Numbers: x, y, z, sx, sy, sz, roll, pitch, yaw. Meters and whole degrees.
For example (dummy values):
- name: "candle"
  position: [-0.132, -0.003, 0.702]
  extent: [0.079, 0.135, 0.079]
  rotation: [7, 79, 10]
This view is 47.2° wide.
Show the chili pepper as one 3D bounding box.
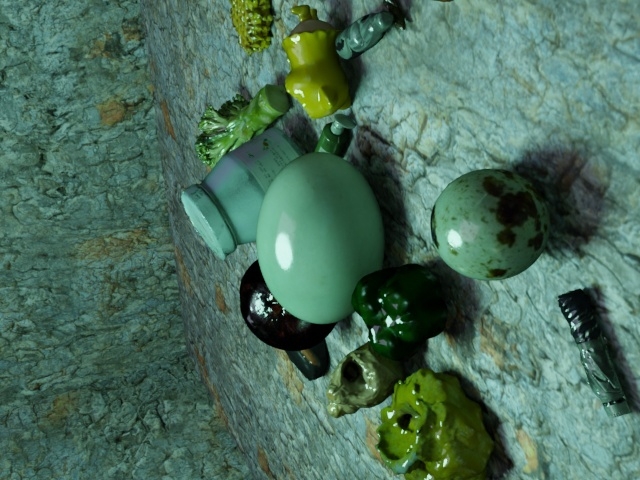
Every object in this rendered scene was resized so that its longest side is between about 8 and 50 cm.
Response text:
- name: "chili pepper"
  position: [0.163, 0.125, 1.430]
  extent: [0.165, 0.261, 0.174]
  rotation: [-39, 80, 22]

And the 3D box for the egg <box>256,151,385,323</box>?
- name: "egg"
  position: [0.000, 0.000, 1.568]
  extent: [0.276, 0.276, 0.389]
  rotation: [40, 139, 55]

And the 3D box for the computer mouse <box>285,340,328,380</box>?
- name: "computer mouse"
  position: [-0.073, 0.254, 2.121]
  extent: [0.183, 0.116, 0.323]
  rotation: [159, 95, -73]

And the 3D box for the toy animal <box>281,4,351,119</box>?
- name: "toy animal"
  position: [-0.006, -0.373, 1.528]
  extent: [0.156, 0.156, 0.230]
  rotation: [-8, 98, 68]

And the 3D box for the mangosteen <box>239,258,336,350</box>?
- name: "mangosteen"
  position: [-0.071, 0.143, 1.892]
  extent: [0.287, 0.287, 0.233]
  rotation: [46, 135, 49]

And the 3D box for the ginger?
- name: "ginger"
  position: [0.087, 0.319, 1.640]
  extent: [0.221, 0.275, 0.130]
  rotation: [-41, 76, 20]

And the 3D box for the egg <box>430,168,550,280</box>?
- name: "egg"
  position: [0.249, -0.023, 1.114]
  extent: [0.231, 0.169, 0.169]
  rotation: [169, 86, -80]

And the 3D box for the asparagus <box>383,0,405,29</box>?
- name: "asparagus"
  position: [0.109, -0.479, 1.334]
  extent: [0.034, 0.027, 0.236]
  rotation: [118, 134, -74]

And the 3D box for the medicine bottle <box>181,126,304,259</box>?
- name: "medicine bottle"
  position: [-0.175, -0.107, 1.824]
  extent: [0.245, 0.290, 0.245]
  rotation: [48, 162, 22]

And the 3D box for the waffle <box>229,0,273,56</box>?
- name: "waffle"
  position: [-0.182, -0.586, 1.906]
  extent: [0.197, 0.070, 0.193]
  rotation: [158, 97, -70]

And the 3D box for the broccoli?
- name: "broccoli"
  position: [-0.195, -0.293, 1.992]
  extent: [0.361, 0.221, 0.252]
  rotation: [5, 73, 66]

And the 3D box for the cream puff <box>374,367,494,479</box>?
- name: "cream puff"
  position: [0.207, 0.393, 1.456]
  extent: [0.282, 0.185, 0.282]
  rotation: [50, 150, 44]

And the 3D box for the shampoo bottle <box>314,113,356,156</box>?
- name: "shampoo bottle"
  position: [0.025, -0.213, 1.664]
  extent: [0.065, 0.065, 0.204]
  rotation: [65, 156, 22]

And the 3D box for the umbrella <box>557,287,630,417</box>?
- name: "umbrella"
  position: [0.393, 0.161, 1.055]
  extent: [0.050, 0.046, 0.188]
  rotation: [99, 150, -80]

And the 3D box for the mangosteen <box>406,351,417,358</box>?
- name: "mangosteen"
  position: [0.172, 0.211, 1.557]
  extent: [0.081, 0.081, 0.081]
  rotation: [47, 145, 49]

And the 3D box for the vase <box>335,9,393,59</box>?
- name: "vase"
  position: [0.086, -0.390, 1.378]
  extent: [0.211, 0.060, 0.060]
  rotation: [-174, 70, -72]
